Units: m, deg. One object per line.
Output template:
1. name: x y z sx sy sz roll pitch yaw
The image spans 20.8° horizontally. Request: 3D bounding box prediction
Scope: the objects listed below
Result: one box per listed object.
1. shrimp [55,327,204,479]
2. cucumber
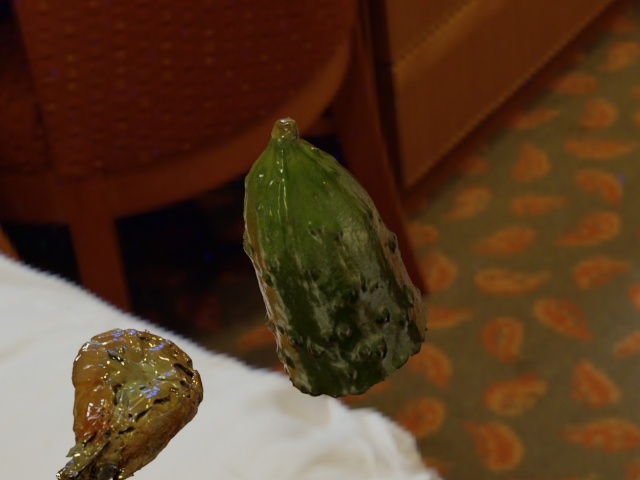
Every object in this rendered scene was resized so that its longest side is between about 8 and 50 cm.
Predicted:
1. shrimp: -0.134 0.116 1.159 0.091 0.043 0.184 32 30 -4
2. cucumber: -0.002 0.002 1.386 0.134 0.244 0.134 -11 40 9
